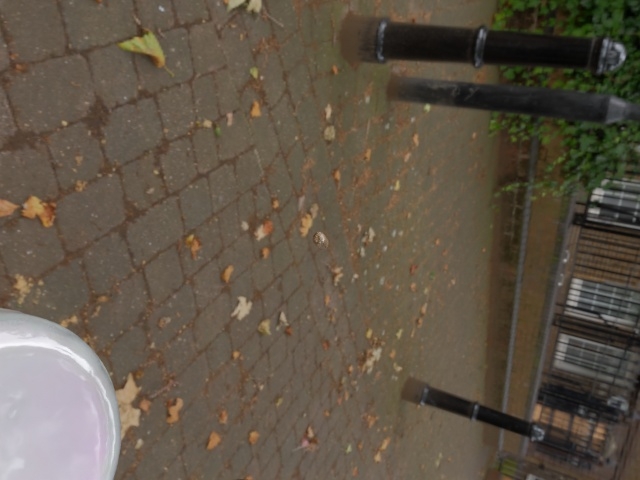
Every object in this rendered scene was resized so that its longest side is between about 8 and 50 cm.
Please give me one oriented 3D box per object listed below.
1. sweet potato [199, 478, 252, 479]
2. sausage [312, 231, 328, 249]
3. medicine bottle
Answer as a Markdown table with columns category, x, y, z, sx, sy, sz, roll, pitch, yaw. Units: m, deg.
| category | x | y | z | sx | sy | sz | roll | pitch | yaw |
| --- | --- | --- | --- | --- | --- | --- | --- | --- | --- |
| sweet potato | -0.076 | 0.228 | 0.470 | 0.060 | 0.206 | 0.068 | -69 | 148 | -55 |
| sausage | 0.000 | 0.000 | 0.988 | 0.116 | 0.026 | 0.026 | 55 | 50 | -84 |
| medicine bottle | -0.285 | 0.115 | 0.351 | 0.170 | 0.293 | 0.170 | -10 | 102 | -60 |
